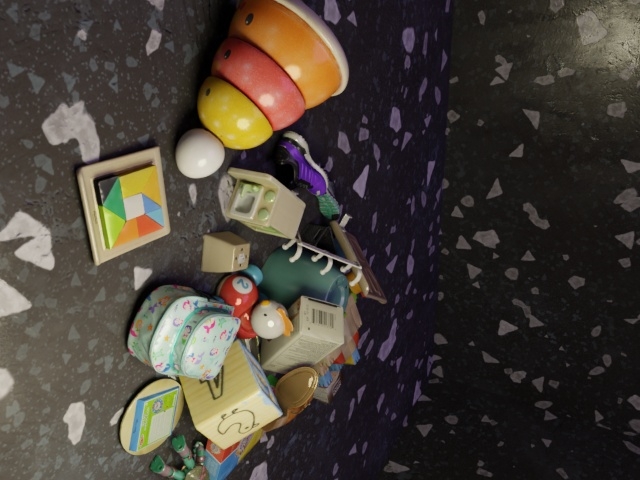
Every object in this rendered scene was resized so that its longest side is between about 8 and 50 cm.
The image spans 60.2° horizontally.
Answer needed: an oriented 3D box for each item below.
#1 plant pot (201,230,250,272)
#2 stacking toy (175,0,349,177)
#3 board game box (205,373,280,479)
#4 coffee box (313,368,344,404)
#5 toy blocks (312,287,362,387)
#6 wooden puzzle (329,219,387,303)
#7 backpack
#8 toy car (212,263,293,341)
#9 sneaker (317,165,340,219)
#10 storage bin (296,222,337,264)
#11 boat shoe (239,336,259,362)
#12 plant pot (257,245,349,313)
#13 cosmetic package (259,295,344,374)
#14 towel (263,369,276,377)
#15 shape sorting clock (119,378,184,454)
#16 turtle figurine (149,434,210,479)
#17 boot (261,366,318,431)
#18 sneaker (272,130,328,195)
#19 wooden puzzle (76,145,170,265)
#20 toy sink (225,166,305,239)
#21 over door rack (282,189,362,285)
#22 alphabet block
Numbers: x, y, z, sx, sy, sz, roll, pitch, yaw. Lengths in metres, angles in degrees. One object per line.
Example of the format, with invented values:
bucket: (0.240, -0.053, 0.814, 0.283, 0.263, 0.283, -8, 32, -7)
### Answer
plant pot: (-0.261, 0.037, 1.559, 0.109, 0.096, 0.109, -11, 110, -61)
stacking toy: (-0.187, -0.350, 1.383, 0.480, 0.351, 0.350, -54, 147, -12)
board game box: (-0.251, 0.612, 1.779, 0.316, 0.064, 0.242, -37, 151, -52)
coffee box: (0.016, 0.538, 2.296, 0.141, 0.098, 0.246, -50, 142, -42)
toy blocks: (0.059, 0.389, 2.135, 0.381, 0.191, 0.260, -43, 119, -50)
wooden puzzle: (0.137, 0.103, 2.208, 0.322, 0.081, 0.348, 65, 10, 20)
backpack: (-0.344, 0.233, 1.392, 0.253, 0.191, 0.225, 31, 82, -54)
toy car: (-0.178, 0.208, 1.621, 0.219, 0.238, 0.210, -45, 132, -47)
sneaker: (0.035, -0.172, 2.059, 0.098, 0.083, 0.223, -67, 151, -31)
storage bin: (-0.012, 0.037, 2.050, 0.122, 0.084, 0.180, -56, 145, -36)
boat shoe: (-0.230, 0.387, 1.780, 0.069, 0.081, 0.227, -28, 122, -52)
plant pot: (-0.043, 0.182, 1.886, 0.293, 0.235, 0.293, -36, 132, -53)
cosmetic package: (-0.062, 0.304, 1.719, 0.153, 0.296, 0.129, 18, 50, -24)
towel: (-0.169, 0.418, 1.971, 0.110, 0.027, 0.148, 37, 68, -62)
shape sorting clock: (-0.441, 0.461, 1.451, 0.206, 0.040, 0.206, -40, 138, -48)
turtle figurine: (-0.379, 0.664, 1.587, 0.175, 0.118, 0.234, -58, 142, -33)
boot: (-0.060, 0.492, 1.789, 0.283, 0.109, 0.220, -58, 158, 19)
sneaker: (-0.078, -0.213, 1.816, 0.146, 0.102, 0.293, -62, 144, -20)
wooden puzzle: (-0.428, -0.082, 1.245, 0.239, 0.044, 0.220, -36, 132, -53)
toy sink: (-0.173, -0.100, 1.611, 0.234, 0.153, 0.131, 38, 68, -62)
over door rack: (0.000, 0.000, 1.802, 0.108, 0.240, 0.324, -54, -154, 30)
alphabet block: (-0.253, 0.432, 1.555, 0.197, 0.193, 0.192, -30, 138, -4)
